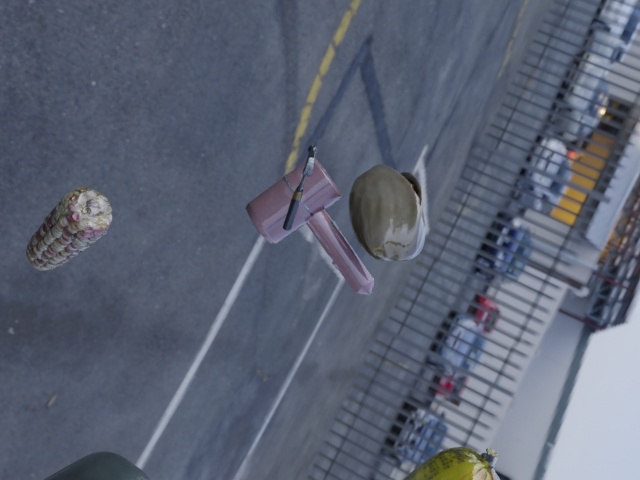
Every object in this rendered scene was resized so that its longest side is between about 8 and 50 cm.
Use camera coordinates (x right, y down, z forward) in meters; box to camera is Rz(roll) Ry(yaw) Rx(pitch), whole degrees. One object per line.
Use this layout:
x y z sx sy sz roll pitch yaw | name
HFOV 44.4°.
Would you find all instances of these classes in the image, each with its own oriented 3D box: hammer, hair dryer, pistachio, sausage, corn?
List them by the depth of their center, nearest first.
0.113 0.405 1.059 0.347 0.123 0.123 -45 170 11 | sausage
-0.368 -0.008 1.128 0.237 0.079 0.079 -30 -163 48 | corn
-0.045 -0.099 1.638 0.078 0.021 0.201 -82 -170 -53 | hammer
0.159 -0.069 1.835 0.197 0.166 0.288 -49 -144 35 | pistachio
0.000 0.000 1.879 0.210 0.352 0.125 -35 179 5 | hair dryer

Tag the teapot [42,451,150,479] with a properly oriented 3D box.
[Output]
-0.293 0.328 0.872 0.203 0.171 0.225 -42 156 23 | teapot
